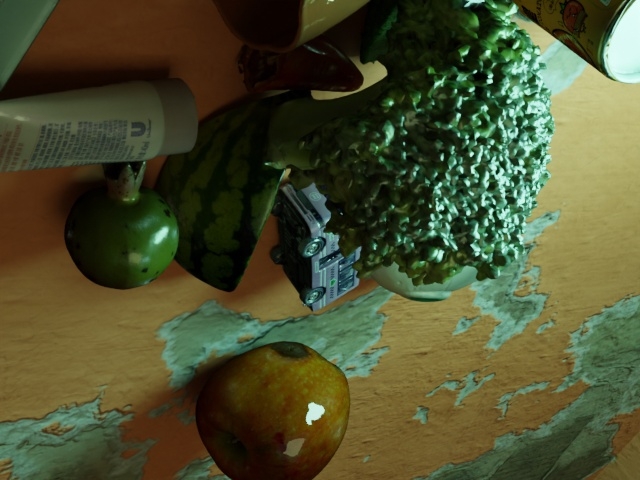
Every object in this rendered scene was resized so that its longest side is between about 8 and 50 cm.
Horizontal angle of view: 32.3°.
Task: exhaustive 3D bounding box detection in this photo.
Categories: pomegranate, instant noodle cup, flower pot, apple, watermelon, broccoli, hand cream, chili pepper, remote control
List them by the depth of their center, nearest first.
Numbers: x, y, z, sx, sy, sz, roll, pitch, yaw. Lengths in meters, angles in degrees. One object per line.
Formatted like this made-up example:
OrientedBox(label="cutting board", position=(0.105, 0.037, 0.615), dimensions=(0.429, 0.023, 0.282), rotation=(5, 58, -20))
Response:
OrientedBox(label="remote control", position=(-0.316, -0.194, 1.007), dimensions=(0.104, 0.052, 0.247), rotation=(15, 125, -46))
OrientedBox(label="flower pot", position=(-0.009, -0.291, 1.039), dimensions=(0.173, 0.190, 0.190), rotation=(-30, 149, -29))
OrientedBox(label="hand cream", position=(-0.253, -0.113, 1.130), dimensions=(0.248, 0.083, 0.133), rotation=(-10, 158, -32))
OrientedBox(label="broccoli", position=(0.114, -0.109, 1.157), dimensions=(0.338, 0.317, 0.277), rotation=(-44, 126, -12))
OrientedBox(label="pomegranate", position=(-0.230, -0.021, 1.238), dimensions=(0.129, 0.129, 0.159), rotation=(-28, 127, -7))
OrientedBox(label="chili pepper", position=(-0.007, -0.194, 1.251), dimensions=(0.169, 0.065, 0.088), rotation=(7, 131, -48))
OrientedBox(label="instant noodle cup", position=(0.349, -0.299, 1.300), dimensions=(0.216, 0.172, 0.215), rotation=(-21, 143, -17))
OrientedBox(label="watermelon", position=(-0.100, -0.031, 1.317), dimensions=(0.159, 0.128, 0.303), rotation=(-8, 139, -32))
OrientedBox(label="apple", position=(-0.064, 0.258, 1.647), dimensions=(0.230, 0.230, 0.230), rotation=(-21, 145, -16))

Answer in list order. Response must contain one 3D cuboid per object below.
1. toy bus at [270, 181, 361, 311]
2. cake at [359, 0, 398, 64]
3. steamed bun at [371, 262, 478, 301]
OrientedBox(label="toy bus", position=(0.000, 0.000, 1.467), dimensions=(0.108, 0.096, 0.199), rotation=(-25, 148, -18))
OrientedBox(label="cake", position=(0.110, -0.266, 1.219), dimensions=(0.100, 0.099, 0.235), rotation=(-15, 143, -21))
OrientedBox(label="steamed bun", position=(0.177, 0.006, 1.587), dimensions=(0.228, 0.130, 0.177), rotation=(-21, 147, -20))
